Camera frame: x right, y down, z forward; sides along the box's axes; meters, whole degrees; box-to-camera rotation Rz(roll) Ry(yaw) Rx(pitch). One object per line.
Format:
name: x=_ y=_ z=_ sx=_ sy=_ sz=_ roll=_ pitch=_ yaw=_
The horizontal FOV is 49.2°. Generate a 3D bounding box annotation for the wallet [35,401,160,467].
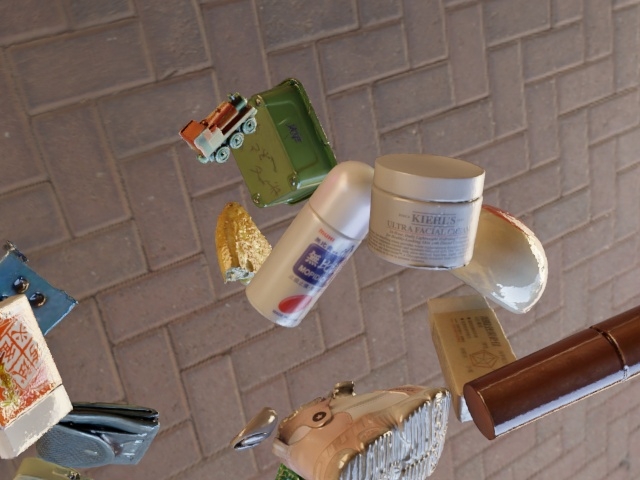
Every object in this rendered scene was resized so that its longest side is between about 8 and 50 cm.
wallet: x=-0.490 y=0.431 z=1.510 sx=0.237 sy=0.342 sz=0.075 roll=10 pitch=57 yaw=-18

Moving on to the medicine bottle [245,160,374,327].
medicine bottle: x=0.000 y=0.000 z=1.333 sx=0.130 sy=0.130 sz=0.341 roll=24 pitch=110 yaw=-36

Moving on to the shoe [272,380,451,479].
shoe: x=0.083 y=0.328 z=1.233 sx=0.351 sy=0.198 sz=0.172 roll=-7 pitch=110 yaw=-48

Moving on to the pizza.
pizza: x=-0.163 y=0.066 z=1.764 sx=0.075 sy=0.280 sz=0.288 roll=-32 pitch=119 yaw=20

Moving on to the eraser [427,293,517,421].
eraser: x=0.324 y=0.238 z=1.494 sx=0.144 sy=0.343 sz=0.078 roll=-5 pitch=119 yaw=0

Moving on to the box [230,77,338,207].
box: x=-0.126 y=-0.261 z=1.962 sx=0.177 sy=0.252 sz=0.329 roll=-22 pitch=88 yaw=-44

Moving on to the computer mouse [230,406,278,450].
computer mouse: x=-0.103 y=0.307 z=1.124 sx=0.039 sy=0.066 sz=0.096 roll=45 pitch=34 yaw=6

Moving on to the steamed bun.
steamed bun: x=0.361 y=0.021 z=1.488 sx=0.283 sy=0.283 sz=0.177 roll=28 pitch=96 yaw=-36

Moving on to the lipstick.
lipstick: x=0.297 y=0.086 z=0.633 sx=0.356 sy=0.057 sz=0.057 roll=-21 pitch=113 yaw=-11

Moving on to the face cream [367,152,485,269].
face cream: x=0.167 y=-0.049 z=1.126 sx=0.177 sy=0.177 sz=0.153 roll=-9 pitch=111 yaw=-34

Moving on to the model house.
model house: x=-0.740 y=0.185 z=1.618 sx=0.215 sy=0.237 sz=0.303 roll=41 pitch=70 yaw=-18

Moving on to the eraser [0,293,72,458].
eraser: x=-0.515 y=0.223 z=1.173 sx=0.157 sy=0.038 sz=0.230 roll=-47 pitch=121 yaw=-67

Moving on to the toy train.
toy train: x=-0.218 y=-0.253 z=1.551 sx=0.176 sy=0.074 sz=0.118 roll=-48 pitch=148 yaw=-12

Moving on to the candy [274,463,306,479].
candy: x=-0.107 y=0.680 z=1.834 sx=0.203 sy=0.078 sz=0.141 roll=-41 pitch=95 yaw=-11

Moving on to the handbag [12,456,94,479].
handbag: x=-0.631 y=0.639 z=1.677 sx=0.219 sy=0.079 sz=0.256 roll=17 pitch=116 yaw=-7
